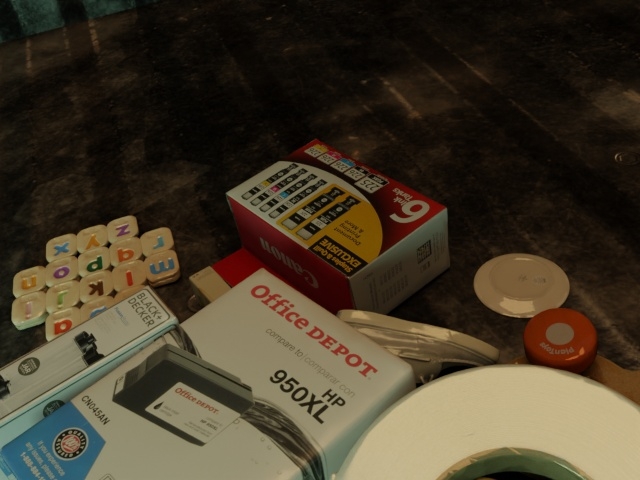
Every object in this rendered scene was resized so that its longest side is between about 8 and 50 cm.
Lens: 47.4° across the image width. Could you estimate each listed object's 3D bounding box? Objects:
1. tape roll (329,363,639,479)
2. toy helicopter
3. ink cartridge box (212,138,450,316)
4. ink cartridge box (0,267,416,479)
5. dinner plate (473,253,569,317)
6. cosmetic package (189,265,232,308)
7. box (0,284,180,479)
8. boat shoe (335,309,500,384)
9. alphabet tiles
[{"bbox_3d":[0.187,0.308,0.688,0.391,0.072,0.392,-6,58,10],"label":"tape roll"},{"bbox_3d":[0.329,0.244,0.785,0.355,0.140,0.235,25,59,38],"label":"toy helicopter"},{"bbox_3d":[0.000,0.000,1.158,0.271,0.130,0.309,-35,45,-25],"label":"ink cartridge box"},{"bbox_3d":[-0.114,0.245,0.860,0.395,0.166,0.285,-35,46,-28],"label":"ink cartridge box"},{"bbox_3d":[0.304,0.062,1.104,0.141,0.017,0.141,-5,41,5],"label":"dinner plate"},{"bbox_3d":[-0.155,0.096,1.132,0.041,0.060,0.115,-30,42,-21],"label":"cosmetic package"},{"bbox_3d":[-0.307,0.206,0.950,0.290,0.169,0.087,-30,43,-24],"label":"box"},{"bbox_3d":[0.125,0.155,0.990,0.227,0.079,0.081,12,77,4],"label":"boat shoe"},{"bbox_3d":[-0.386,0.061,1.256,0.284,0.021,0.278,-18,39,-9],"label":"alphabet tiles"}]
